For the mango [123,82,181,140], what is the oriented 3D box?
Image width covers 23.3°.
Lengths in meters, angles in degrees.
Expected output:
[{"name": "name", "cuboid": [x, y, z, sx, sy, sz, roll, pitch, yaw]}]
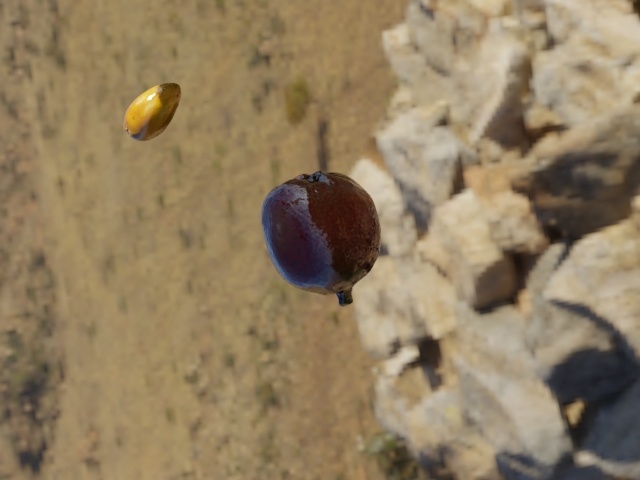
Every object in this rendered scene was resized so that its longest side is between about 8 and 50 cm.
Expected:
[{"name": "mango", "cuboid": [-0.206, -0.162, 1.926, 0.046, 0.089, 0.060, 49, -172, 30]}]

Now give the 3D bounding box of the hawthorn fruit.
[{"name": "hawthorn fruit", "cuboid": [0.000, 0.000, 2.113, 0.169, 0.169, 0.188, 177, 83, -71]}]
